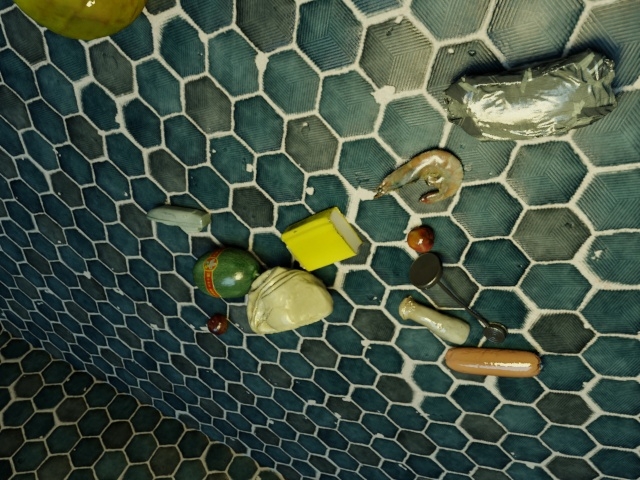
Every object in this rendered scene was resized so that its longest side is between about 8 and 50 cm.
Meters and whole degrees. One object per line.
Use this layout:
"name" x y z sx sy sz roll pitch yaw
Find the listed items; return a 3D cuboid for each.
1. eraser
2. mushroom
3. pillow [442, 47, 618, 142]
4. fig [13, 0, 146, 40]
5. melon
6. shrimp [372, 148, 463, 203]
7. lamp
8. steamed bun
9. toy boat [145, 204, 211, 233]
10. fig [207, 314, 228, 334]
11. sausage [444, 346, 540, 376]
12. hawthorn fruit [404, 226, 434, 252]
"eraser" 0.000 0.000 1.553 0.226 0.069 0.158 -22 117 40
"mushroom" 0.349 0.249 1.561 0.223 0.092 0.081 25 92 4
"pillow" 0.421 -0.290 1.042 0.335 0.092 0.162 -3 120 32
"fig" -0.581 -0.630 1.172 0.343 0.343 0.343 16 133 17
"melon" -0.320 0.113 1.753 0.287 0.182 0.182 -3 126 30
"shrimp" 0.250 -0.144 1.298 0.251 0.052 0.144 -21 118 39
"lamp" 0.400 0.200 1.469 0.130 0.108 0.371 -21 115 44
"steamed bun" -0.115 0.186 1.661 0.289 0.275 0.203 148 107 -77
"toy boat" -0.508 -0.075 1.771 0.260 0.078 0.085 8 116 21
"fig" -0.418 0.365 2.112 0.088 0.089 0.125 4 154 27
"sausage" 0.534 0.379 1.566 0.289 0.086 0.086 -5 124 32
"hawthorn fruit" 0.278 -0.003 1.393 0.077 0.077 0.077 16 133 17
